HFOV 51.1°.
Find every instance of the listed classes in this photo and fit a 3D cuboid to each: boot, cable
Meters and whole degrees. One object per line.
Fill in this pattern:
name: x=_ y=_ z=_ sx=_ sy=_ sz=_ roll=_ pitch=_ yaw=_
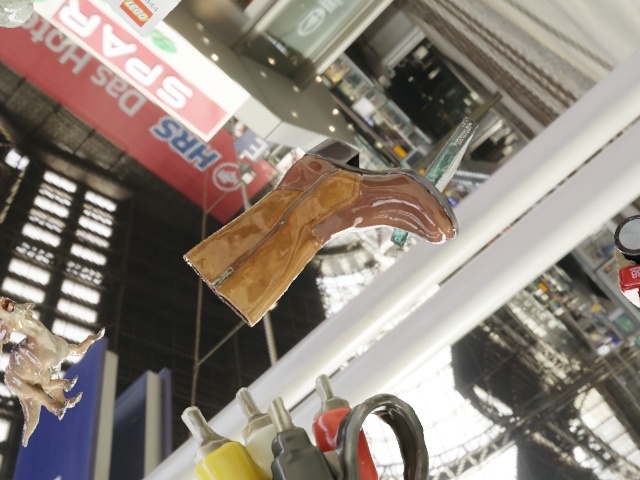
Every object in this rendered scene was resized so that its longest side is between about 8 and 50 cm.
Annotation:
boot: x=0.000 y=0.000 z=0.861 sx=0.264 sy=0.280 sz=0.096 roll=35 pitch=154 yaw=27
cable: x=0.023 y=0.205 z=0.383 sx=0.139 sy=0.072 sz=0.287 roll=-11 pitch=-116 yaw=-23

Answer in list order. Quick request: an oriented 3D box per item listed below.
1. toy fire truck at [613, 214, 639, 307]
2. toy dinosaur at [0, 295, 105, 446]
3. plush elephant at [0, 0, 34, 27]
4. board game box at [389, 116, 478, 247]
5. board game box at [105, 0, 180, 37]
toy fire truck: x=0.460 y=0.072 z=0.767 sx=0.158 sy=0.217 sz=0.246 roll=32 pitch=-128 yaw=-39
toy dinosaur: x=-0.541 y=0.227 z=1.250 sx=0.200 sy=0.295 sz=0.127 roll=22 pitch=-160 yaw=-4
plush elephant: x=-0.415 y=-0.483 z=0.842 sx=0.330 sy=0.255 sz=0.272 roll=39 pitch=154 yaw=-20
board game box: x=0.173 y=-0.089 z=1.021 sx=0.026 sy=0.126 sz=0.186 roll=32 pitch=-122 yaw=11
board game box: x=-0.105 y=-0.304 z=0.462 sx=0.193 sy=0.053 sz=0.305 roll=44 pitch=-128 yaw=-23
